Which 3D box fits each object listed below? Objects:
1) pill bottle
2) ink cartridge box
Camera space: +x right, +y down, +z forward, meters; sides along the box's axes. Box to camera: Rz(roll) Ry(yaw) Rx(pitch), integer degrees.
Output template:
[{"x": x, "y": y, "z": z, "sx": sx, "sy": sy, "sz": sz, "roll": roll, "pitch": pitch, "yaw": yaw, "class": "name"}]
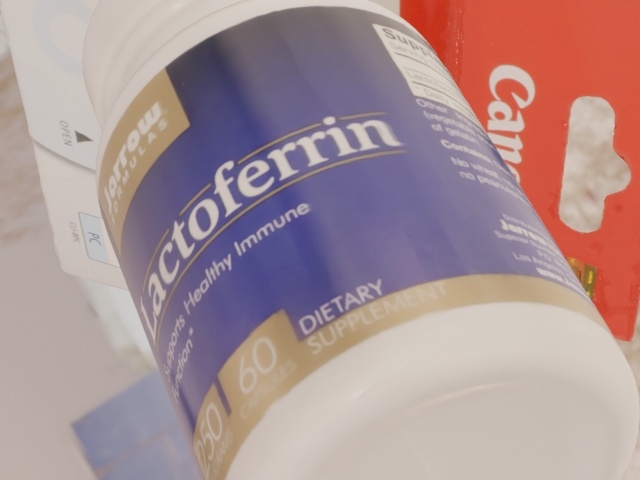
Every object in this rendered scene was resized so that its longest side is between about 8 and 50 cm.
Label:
[{"x": 0.000, "y": 0.000, "z": 0.683, "sx": 0.153, "sy": 0.153, "sz": 0.265, "roll": 55, "pitch": -174, "yaw": -48, "class": "pill bottle"}, {"x": 0.007, "y": -0.054, "z": 1.067, "sx": 0.385, "sy": 0.091, "sz": 0.308, "roll": 16, "pitch": 142, "yaw": 15, "class": "ink cartridge box"}]
